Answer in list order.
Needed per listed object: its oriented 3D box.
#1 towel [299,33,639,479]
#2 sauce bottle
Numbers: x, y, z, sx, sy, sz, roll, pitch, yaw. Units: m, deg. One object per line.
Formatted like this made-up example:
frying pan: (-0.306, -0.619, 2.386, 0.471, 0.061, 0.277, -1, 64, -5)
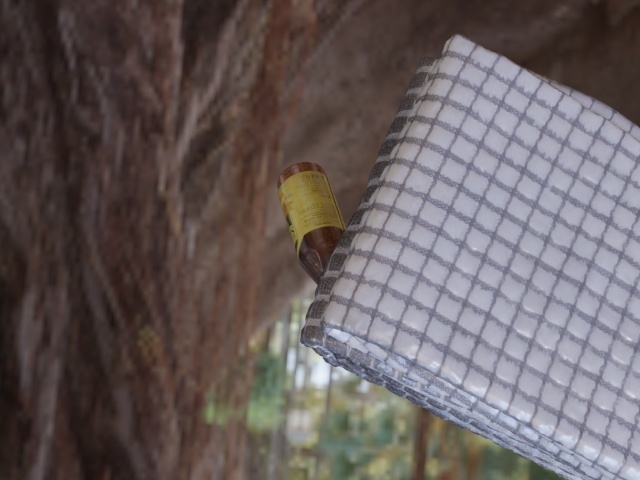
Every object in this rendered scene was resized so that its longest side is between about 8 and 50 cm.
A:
towel: (0.154, 0.028, 1.109, 0.284, 0.235, 0.121, 28, 160, -9)
sauce bottle: (0.000, 0.000, 1.184, 0.042, 0.128, 0.042, -9, 139, -8)
